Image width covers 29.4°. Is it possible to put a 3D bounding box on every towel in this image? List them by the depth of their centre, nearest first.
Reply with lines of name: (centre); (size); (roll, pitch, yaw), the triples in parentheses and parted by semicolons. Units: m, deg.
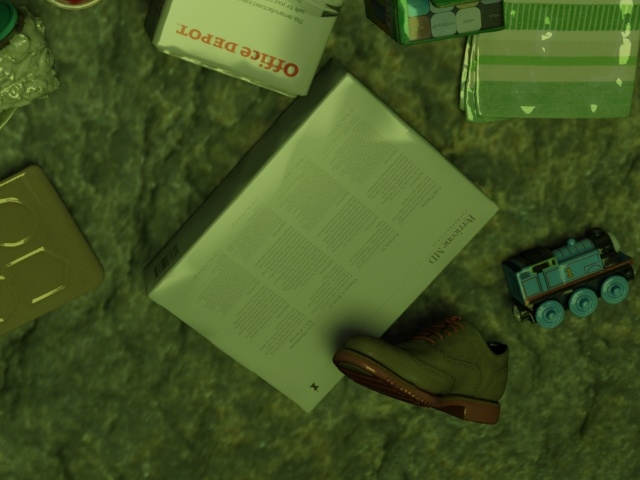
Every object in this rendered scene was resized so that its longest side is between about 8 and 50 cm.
towel: (0.306, -0.312, 1.566); (0.248, 0.038, 0.324); (-3, 111, -13)

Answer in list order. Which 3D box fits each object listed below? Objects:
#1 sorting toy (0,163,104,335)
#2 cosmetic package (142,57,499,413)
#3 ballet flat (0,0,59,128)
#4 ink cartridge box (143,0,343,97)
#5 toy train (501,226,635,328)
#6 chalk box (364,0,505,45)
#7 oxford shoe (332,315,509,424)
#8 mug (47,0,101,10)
sorting toy: (-0.401, 0.023, 1.521); (0.208, 0.038, 0.193); (-29, 124, -6)
cosmetic package: (0.000, 0.000, 1.582); (0.284, 0.097, 0.377); (40, 98, -22)
ballet flat: (-0.481, -0.124, 1.405); (0.409, 0.147, 0.147); (-29, 114, -3)
ink cartridge box: (-0.069, -0.330, 1.428); (0.197, 0.114, 0.272); (17, 105, -20)
toy train: (0.346, 0.050, 1.694); (0.184, 0.080, 0.105); (-20, 108, -5)
chalk box: (0.134, -0.312, 1.429); (0.132, 0.213, 0.132); (-10, 113, -9)
oxford shoe: (0.140, 0.154, 1.626); (0.348, 0.123, 0.130); (23, 85, -53)
mug: (-0.260, -0.318, 1.358); (0.150, 0.169, 0.113); (-7, 111, -10)
